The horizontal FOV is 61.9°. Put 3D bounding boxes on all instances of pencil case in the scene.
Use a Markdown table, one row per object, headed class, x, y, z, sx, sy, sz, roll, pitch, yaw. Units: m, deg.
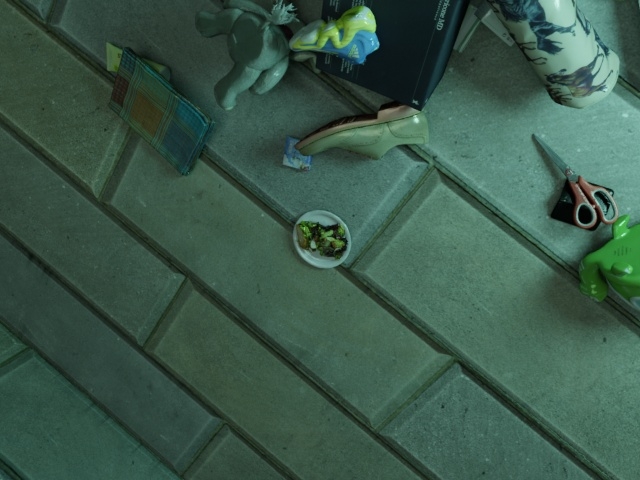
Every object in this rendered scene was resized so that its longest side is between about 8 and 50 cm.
| class | x | y | z | sx | sy | sz | roll | pitch | yaw |
| --- | --- | --- | --- | --- | --- | --- | --- | --- | --- |
| pencil case | 0.507 | -0.484 | 1.179 | 0.160 | 0.183 | 0.410 | -16 | 138 | 44 |

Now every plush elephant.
| class | x | y | z | sx | sy | sz | roll | pitch | yaw |
| --- | --- | --- | --- | --- | --- | --- | --- | --- | --- |
| plush elephant | -0.139 | -0.546 | 1.474 | 0.330 | 0.255 | 0.271 | -19 | 92 | 33 |

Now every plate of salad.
| class | x | y | z | sx | sy | sz | roll | pitch | yaw |
| --- | --- | --- | --- | --- | --- | --- | --- | --- | --- |
| plate of salad | 0.000 | 0.000 | 1.713 | 0.200 | 0.048 | 0.199 | 7 | 110 | 19 |

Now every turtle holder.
| class | x | y | z | sx | sy | sz | roll | pitch | yaw |
| --- | --- | --- | --- | --- | --- | --- | --- | --- | --- |
| turtle holder | 0.821 | 0.084 | 1.324 | 0.320 | 0.243 | 0.227 | -32 | 112 | 18 |

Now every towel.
| class | x | y | z | sx | sy | sz | roll | pitch | yaw |
| --- | --- | --- | --- | --- | --- | --- | --- | --- | --- |
| towel | 0.335 | -0.577 | 1.391 | 0.152 | 0.023 | 0.113 | 35 | 116 | 7 |
| towel | -0.529 | -0.409 | 1.737 | 0.370 | 0.040 | 0.271 | 41 | 133 | 2 |

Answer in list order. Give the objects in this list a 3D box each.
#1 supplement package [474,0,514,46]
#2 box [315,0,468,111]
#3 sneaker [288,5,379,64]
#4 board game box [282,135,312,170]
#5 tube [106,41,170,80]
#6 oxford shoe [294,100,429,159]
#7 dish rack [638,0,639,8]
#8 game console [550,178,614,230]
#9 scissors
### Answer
| class | x | y | z | sx | sy | sz | roll | pitch | yaw |
| --- | --- | --- | --- | --- | --- | --- | --- | --- | --- |
| supplement package | 0.475 | -0.579 | 1.276 | 0.105 | 0.105 | 0.179 | 34 | 118 | -14 |
| box | 0.178 | -0.546 | 1.300 | 0.313 | 0.179 | 0.343 | 27 | 146 | 11 |
| sneaker | 0.035 | -0.465 | 1.278 | 0.240 | 0.091 | 0.126 | 1 | 138 | 42 |
| board game box | -0.068 | -0.270 | 1.658 | 0.090 | 0.020 | 0.090 | 17 | 114 | 16 |
| tube | -0.604 | -0.567 | 1.738 | 0.240 | 0.062 | 0.070 | 23 | 81 | 16 |
| oxford shoe | 0.113 | -0.285 | 1.520 | 0.397 | 0.140 | 0.146 | -11 | 112 | 26 |
| dish rack | 0.897 | -0.506 | 1.173 | 0.333 | 0.072 | 0.285 | -13 | 103 | 25 |
| game console | 0.700 | -0.098 | 1.429 | 0.122 | 0.071 | 0.107 | 20 | 85 | 13 |
| scissors | 0.668 | -0.168 | 1.393 | 0.109 | 0.021 | 0.297 | -25 | 82 | 14 |
